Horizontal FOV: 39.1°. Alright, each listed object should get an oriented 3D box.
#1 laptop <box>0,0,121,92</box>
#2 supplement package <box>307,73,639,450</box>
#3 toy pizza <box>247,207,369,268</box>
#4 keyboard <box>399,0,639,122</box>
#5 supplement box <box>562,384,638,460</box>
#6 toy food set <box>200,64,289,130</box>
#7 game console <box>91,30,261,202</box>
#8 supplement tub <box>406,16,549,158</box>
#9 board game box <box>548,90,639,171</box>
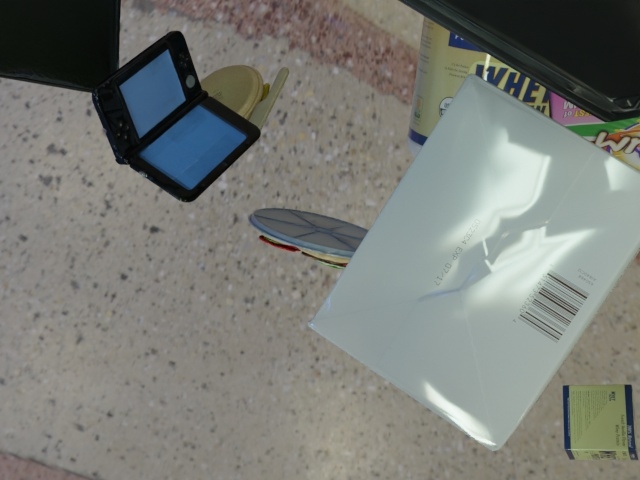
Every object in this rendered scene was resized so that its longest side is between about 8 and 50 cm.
[{"bbox_3d":[-0.452,-0.350,0.967,0.408,0.236,0.381,-2,83,18],"label":"laptop"},{"bbox_3d":[0.122,0.016,0.652,0.149,0.203,0.194,34,96,11],"label":"supplement package"},{"bbox_3d":[0.000,0.000,1.201,0.201,0.201,0.032,13,103,-3],"label":"toy pizza"},{"bbox_3d":[0.069,-0.217,0.440,0.317,0.033,0.201,31,95,-5],"label":"keyboard"},{"bbox_3d":[0.347,0.226,1.119,0.083,0.083,0.056,-5,153,20],"label":"supplement box"},{"bbox_3d":[-0.125,-0.169,1.163,0.192,0.132,0.038,11,156,38],"label":"toy food set"},{"bbox_3d":[-0.122,-0.111,0.788,0.071,0.122,0.107,9,131,31],"label":"game console"},{"bbox_3d":[0.253,-0.260,1.281,0.228,0.228,0.316,6,110,1],"label":"supplement tub"},{"bbox_3d":[0.342,-0.122,0.864,0.242,0.064,0.316,-5,147,14],"label":"board game box"}]
